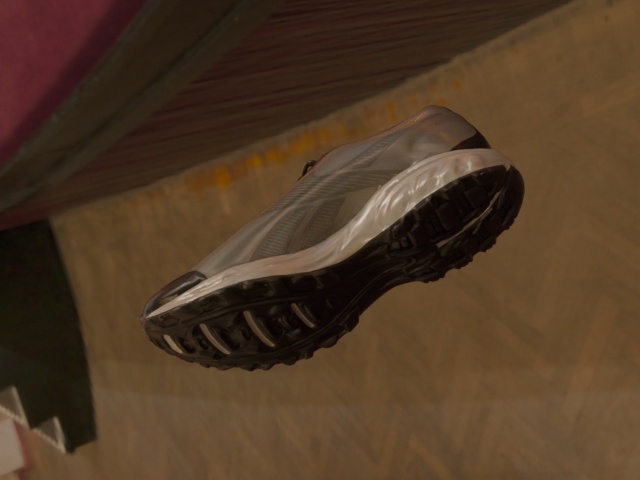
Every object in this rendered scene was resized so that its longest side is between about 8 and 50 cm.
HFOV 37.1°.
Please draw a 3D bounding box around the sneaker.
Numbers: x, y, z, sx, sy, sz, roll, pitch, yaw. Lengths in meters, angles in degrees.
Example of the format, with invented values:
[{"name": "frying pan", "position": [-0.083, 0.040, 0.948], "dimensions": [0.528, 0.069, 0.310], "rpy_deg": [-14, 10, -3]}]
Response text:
[{"name": "sneaker", "position": [0.000, 0.000, 0.657], "dimensions": [0.108, 0.272, 0.100], "rpy_deg": [64, -177, 40]}]
